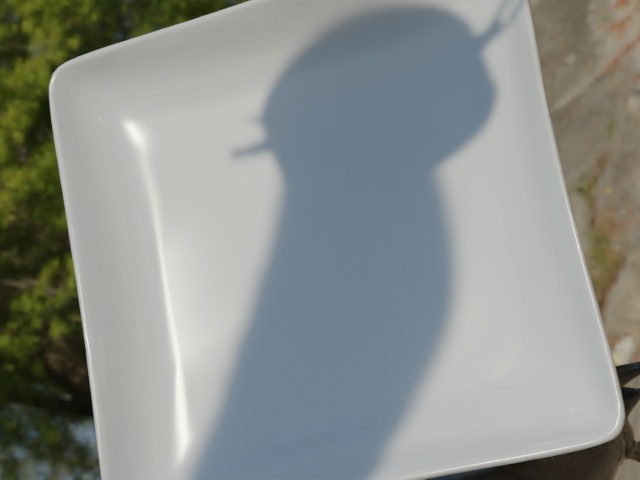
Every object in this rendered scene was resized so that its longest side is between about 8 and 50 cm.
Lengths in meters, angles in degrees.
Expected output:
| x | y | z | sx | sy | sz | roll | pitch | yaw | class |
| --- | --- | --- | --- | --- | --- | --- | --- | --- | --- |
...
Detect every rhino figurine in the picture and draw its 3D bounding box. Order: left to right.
| x | y | z | sx | sy | sz | roll | pitch | yaw | class |
| --- | --- | --- | --- | --- | --- | --- | --- | --- | --- |
| 0.098 | 0.136 | 0.809 | 0.106 | 0.243 | 0.073 | 16 | 136 | 59 | rhino figurine |

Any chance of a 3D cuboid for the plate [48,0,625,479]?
| x | y | z | sx | sy | sz | roll | pitch | yaw | class |
| --- | --- | --- | --- | --- | --- | --- | --- | --- | --- |
| 0.000 | 0.000 | 0.791 | 0.045 | 0.278 | 0.277 | 28 | -132 | -67 | plate |
